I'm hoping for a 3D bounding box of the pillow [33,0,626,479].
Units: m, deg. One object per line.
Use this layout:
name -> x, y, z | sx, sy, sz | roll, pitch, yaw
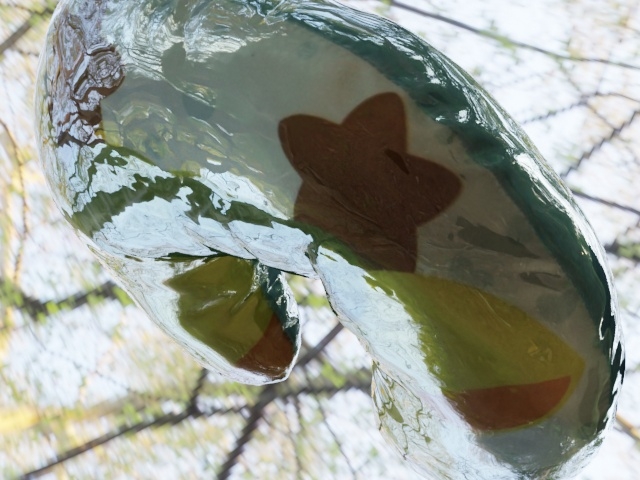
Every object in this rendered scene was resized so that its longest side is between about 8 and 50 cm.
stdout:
pillow -> 0.000, 0.000, 0.646 | 0.086, 0.233, 0.214 | -49, -36, -26
